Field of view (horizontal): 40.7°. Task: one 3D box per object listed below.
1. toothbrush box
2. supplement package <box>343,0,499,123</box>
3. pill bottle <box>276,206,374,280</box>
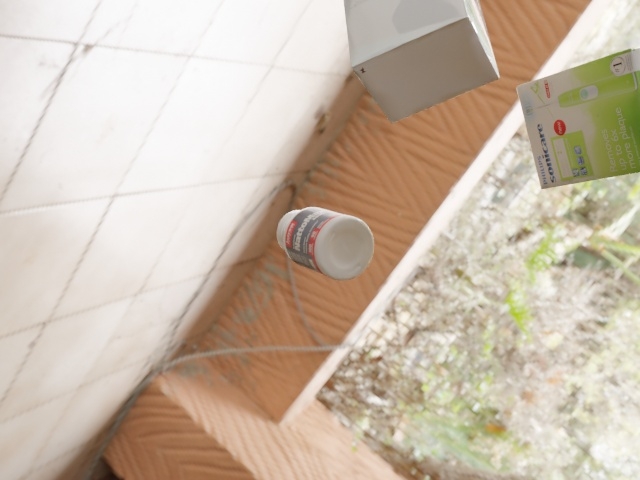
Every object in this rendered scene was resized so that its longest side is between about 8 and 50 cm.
[{"bbox_3d":[0.508,-0.218,1.541,0.122,0.206,0.283,-16,-175,-27],"label":"toothbrush box"},{"bbox_3d":[0.157,-0.335,1.375,0.194,0.203,0.149,-20,141,21],"label":"supplement package"},{"bbox_3d":[0.000,0.000,1.451,0.108,0.108,0.180,-48,-153,-14],"label":"pill bottle"}]
